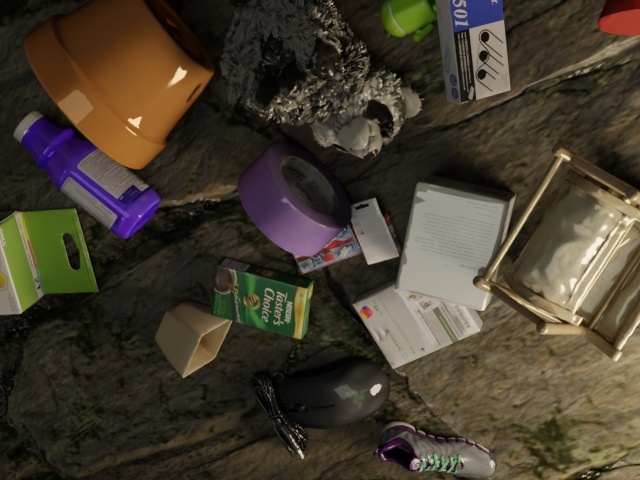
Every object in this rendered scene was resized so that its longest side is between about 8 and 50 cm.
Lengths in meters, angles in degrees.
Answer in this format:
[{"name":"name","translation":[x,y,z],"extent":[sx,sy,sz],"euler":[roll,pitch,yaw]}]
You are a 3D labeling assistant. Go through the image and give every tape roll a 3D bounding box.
[{"name":"tape roll","translation":[-0.043,-0.071,1.872],"extent":[0.189,0.189,0.080],"euler":[45,118,-3]}]

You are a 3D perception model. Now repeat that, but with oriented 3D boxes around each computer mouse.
[{"name":"computer mouse","translation":[0.004,0.309,2.084],"extent":[0.272,0.072,0.188],"euler":[-22,102,26]}]

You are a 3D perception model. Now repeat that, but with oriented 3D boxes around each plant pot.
[{"name":"plant pot","translation":[-0.315,-0.292,1.836],"extent":[0.203,0.291,0.291],"euler":[-38,97,12]},{"name":"plant pot","translation":[-0.248,0.175,2.101],"extent":[0.096,0.109,0.109],"euler":[36,120,17]}]

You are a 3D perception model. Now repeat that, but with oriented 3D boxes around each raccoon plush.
[{"name":"raccoon plush","translation":[0.013,-0.341,1.788],"extent":[0.216,0.299,0.446],"euler":[-13,75,39]}]

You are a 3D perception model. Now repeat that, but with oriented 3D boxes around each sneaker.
[{"name":"sneaker","translation":[0.209,0.409,2.041],"extent":[0.224,0.098,0.083],"euler":[13,116,14]}]

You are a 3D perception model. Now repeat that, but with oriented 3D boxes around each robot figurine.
[{"name":"robot figurine","translation":[0.144,-0.366,1.751],"extent":[0.115,0.067,0.101],"euler":[-24,114,26]}]

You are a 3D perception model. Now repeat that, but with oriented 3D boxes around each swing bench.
[{"name":"swing bench","translation":[0.417,0.024,1.714],"extent":[0.165,0.255,0.253],"euler":[40,104,42]}]

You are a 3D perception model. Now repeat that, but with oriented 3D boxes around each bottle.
[{"name":"bottle","translation":[-0.430,-0.125,2.021],"extent":[0.283,0.118,0.092],"euler":[39,119,-1]}]

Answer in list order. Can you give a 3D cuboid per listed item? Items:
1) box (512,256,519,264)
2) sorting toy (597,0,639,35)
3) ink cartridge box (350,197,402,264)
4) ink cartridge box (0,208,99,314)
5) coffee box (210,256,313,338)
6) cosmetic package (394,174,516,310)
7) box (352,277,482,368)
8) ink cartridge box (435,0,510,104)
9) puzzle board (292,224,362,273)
[{"name":"box","translation":[0.371,0.054,1.862],"extent":[0.083,0.052,0.062],"euler":[41,118,-3]},{"name":"sorting toy","translation":[0.585,-0.383,1.594],"extent":[0.366,0.127,0.126],"euler":[-3,81,17]},{"name":"ink cartridge box","translation":[0.094,-0.020,1.938],"extent":[0.063,0.029,0.115],"euler":[-16,105,24]},{"name":"ink cartridge box","translation":[-0.585,0.041,2.158],"extent":[0.255,0.097,0.188],"euler":[-4,111,21]},{"name":"coffee box","translation":[-0.109,0.107,2.054],"extent":[0.184,0.040,0.113],"euler":[15,116,12]},{"name":"cosmetic package","translation":[0.223,0.001,1.813],"extent":[0.152,0.151,0.183],"euler":[14,100,13]},{"name":"box","translation":[0.172,0.130,1.970],"extent":[0.186,0.038,0.145],"euler":[-28,100,25]},{"name":"ink cartridge box","translation":[0.235,-0.325,1.721],"extent":[0.097,0.046,0.207],"euler":[-18,112,-22]},{"name":"puzzle board","translation":[0.000,0.000,1.988],"extent":[0.128,0.011,0.096],"euler":[-21,104,25]}]
